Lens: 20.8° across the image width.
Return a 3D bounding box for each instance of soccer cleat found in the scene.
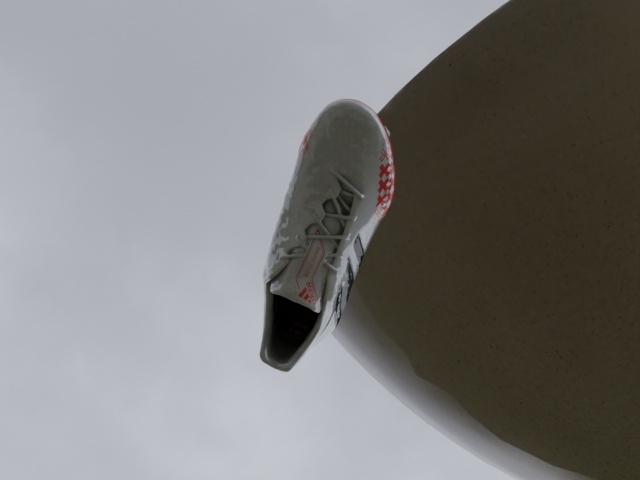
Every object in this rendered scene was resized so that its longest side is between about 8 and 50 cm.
[{"bbox_3d":[0.000,0.000,0.482,0.029,0.035,0.083,22,-54,7],"label":"soccer cleat"}]

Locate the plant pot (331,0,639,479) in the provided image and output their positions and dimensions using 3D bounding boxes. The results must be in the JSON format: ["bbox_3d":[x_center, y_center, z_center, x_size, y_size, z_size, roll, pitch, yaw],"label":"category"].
[{"bbox_3d":[0.154,0.016,0.767,0.284,0.284,0.191,-38,-109,13],"label":"plant pot"}]
